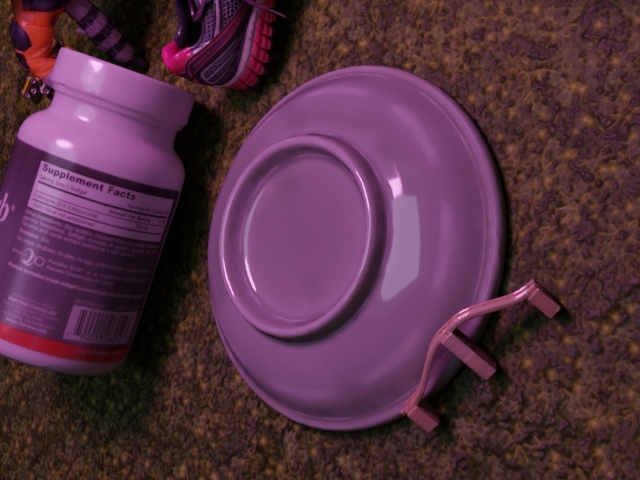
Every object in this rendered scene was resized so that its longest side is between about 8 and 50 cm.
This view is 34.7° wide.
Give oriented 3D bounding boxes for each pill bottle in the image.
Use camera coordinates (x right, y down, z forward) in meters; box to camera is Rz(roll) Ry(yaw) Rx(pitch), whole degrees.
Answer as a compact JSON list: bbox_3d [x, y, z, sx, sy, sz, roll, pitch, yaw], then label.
[{"bbox_3d":[-0.289,-0.036,1.261,0.210,0.210,0.362,23,97,40],"label":"pill bottle"}]

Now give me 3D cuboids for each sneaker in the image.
[{"bbox_3d":[-0.103,-0.322,1.176,0.121,0.112,0.299,29,113,54],"label":"sneaker"}]

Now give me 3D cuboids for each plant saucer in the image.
[{"bbox_3d":[0.000,0.000,1.088,0.401,0.101,0.400,-8,77,38],"label":"plant saucer"}]

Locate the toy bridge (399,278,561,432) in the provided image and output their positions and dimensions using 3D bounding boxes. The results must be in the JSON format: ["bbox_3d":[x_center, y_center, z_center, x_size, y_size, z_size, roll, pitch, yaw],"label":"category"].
[{"bbox_3d":[0.139,0.105,0.973,0.063,0.026,0.188,40,110,-8],"label":"toy bridge"}]

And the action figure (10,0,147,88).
[{"bbox_3d":[-0.339,-0.367,1.309,0.179,0.330,0.341,7,54,20],"label":"action figure"}]

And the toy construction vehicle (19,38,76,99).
[{"bbox_3d":[-0.397,-0.246,1.507,0.086,0.035,0.098,32,100,50],"label":"toy construction vehicle"}]
